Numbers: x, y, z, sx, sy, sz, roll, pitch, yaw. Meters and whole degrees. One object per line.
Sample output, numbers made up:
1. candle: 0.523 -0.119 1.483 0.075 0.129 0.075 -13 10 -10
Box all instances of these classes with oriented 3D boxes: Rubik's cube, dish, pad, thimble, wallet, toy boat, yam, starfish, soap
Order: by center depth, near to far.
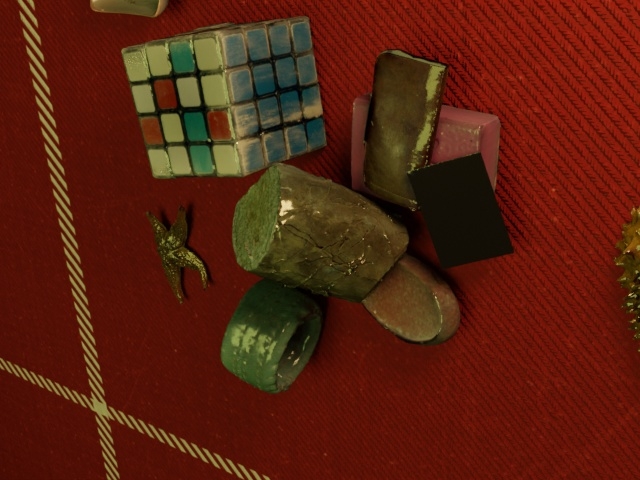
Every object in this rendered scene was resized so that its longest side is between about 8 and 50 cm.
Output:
1. pad: 0.231 -0.046 1.406 0.127 0.004 0.190 -14 112 23
2. wallet: 0.133 -0.186 1.413 0.137 0.031 0.255 26 123 31
3. soap: 0.174 -0.147 1.472 0.259 0.081 0.181 19 121 32
4. yam: 0.001 0.003 1.525 0.202 0.271 0.201 -47 37 50
5. Rubik's cube: -0.171 -0.267 1.582 0.253 0.259 0.256 4 111 37
6. toy boat: 0.173 0.105 1.605 0.227 0.085 0.155 36 121 36
7. dish: -0.385 -0.544 1.753 0.212 0.077 0.151 15 117 34
8. thimble: -0.100 0.204 1.774 0.143 0.198 0.235 28 108 22
9. starfish: -0.325 0.032 1.992 0.138 0.050 0.247 0 116 39

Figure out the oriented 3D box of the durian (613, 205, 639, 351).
1. durian: 0.519 0.070 1.268 0.191 0.112 0.341 14 120 32
